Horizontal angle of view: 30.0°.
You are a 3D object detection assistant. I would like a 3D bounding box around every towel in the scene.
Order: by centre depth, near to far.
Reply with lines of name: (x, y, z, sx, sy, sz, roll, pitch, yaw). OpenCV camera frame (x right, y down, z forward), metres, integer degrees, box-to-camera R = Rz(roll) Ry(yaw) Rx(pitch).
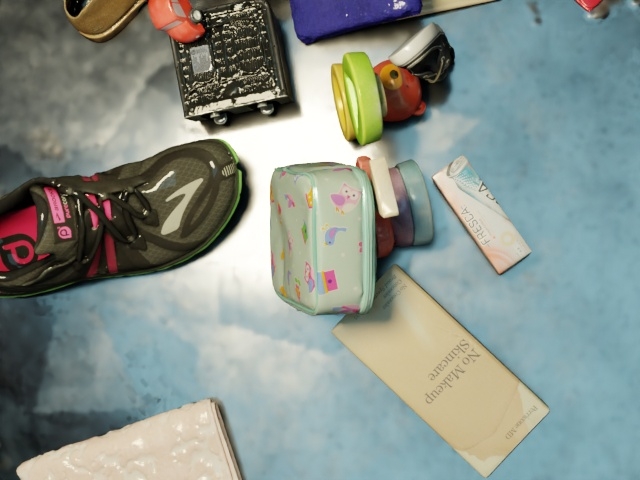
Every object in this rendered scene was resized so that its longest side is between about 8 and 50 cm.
towel: (0.048, -0.473, 1.839, 0.228, 0.076, 0.308, -8, 85, 33)
towel: (-0.272, 0.443, 1.846, 0.332, 0.053, 0.317, -19, 84, 4)

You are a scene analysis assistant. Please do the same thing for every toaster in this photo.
toaster: (-0.141, -0.280, 1.846, 0.168, 0.110, 0.185, -12, 85, 6)

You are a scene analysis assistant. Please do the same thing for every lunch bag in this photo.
lunch bag: (0.000, 0.000, 1.730, 0.108, 0.279, 0.224, -5, 96, -14)

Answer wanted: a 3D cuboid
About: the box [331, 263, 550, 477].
box: (0.178, 0.191, 1.772, 0.311, 0.121, 0.148, 42, 91, 8)

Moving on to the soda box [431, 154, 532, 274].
soda box: (0.244, -0.038, 1.812, 0.063, 0.058, 0.183, -35, 84, 4)

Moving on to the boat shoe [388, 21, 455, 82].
boat shoe: (0.159, -0.268, 1.758, 0.080, 0.228, 0.076, -38, 92, 14)

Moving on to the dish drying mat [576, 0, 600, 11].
dish drying mat: (0.395, -0.391, 1.841, 0.032, 0.008, 0.083, -45, 82, 1)

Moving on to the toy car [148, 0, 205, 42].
toy car: (-0.280, -0.409, 1.749, 0.225, 0.053, 0.239, 18, 129, 26)

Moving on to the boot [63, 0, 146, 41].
boot: (-0.286, -0.448, 1.874, 0.112, 0.115, 0.305, 39, 89, 11)

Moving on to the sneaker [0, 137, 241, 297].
sneaker: (-0.343, -0.022, 1.807, 0.483, 0.202, 0.185, -21, 85, 5)

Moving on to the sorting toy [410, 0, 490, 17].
sorting toy: (0.169, -0.451, 1.857, 0.208, 0.038, 0.193, -12, 85, 6)

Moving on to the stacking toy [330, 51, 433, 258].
stacking toy: (0.115, -0.141, 1.733, 0.130, 0.279, 0.309, -12, 84, -5)
